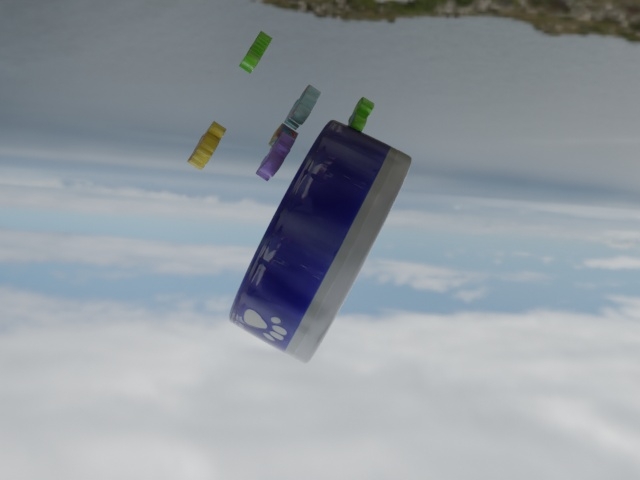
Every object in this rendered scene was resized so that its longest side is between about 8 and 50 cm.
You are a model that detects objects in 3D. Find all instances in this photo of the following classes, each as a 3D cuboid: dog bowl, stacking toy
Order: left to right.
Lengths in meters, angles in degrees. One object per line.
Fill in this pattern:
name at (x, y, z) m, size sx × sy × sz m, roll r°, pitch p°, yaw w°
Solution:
stacking toy at (-0.035, -0.127, 0.965) m, size 0.167 × 0.221 × 0.052 m, roll 32°, pitch 146°, yaw -13°
dog bowl at (0.000, 0.000, 0.972) m, size 0.104 × 0.265 × 0.265 m, roll 27°, pitch -176°, yaw 0°
